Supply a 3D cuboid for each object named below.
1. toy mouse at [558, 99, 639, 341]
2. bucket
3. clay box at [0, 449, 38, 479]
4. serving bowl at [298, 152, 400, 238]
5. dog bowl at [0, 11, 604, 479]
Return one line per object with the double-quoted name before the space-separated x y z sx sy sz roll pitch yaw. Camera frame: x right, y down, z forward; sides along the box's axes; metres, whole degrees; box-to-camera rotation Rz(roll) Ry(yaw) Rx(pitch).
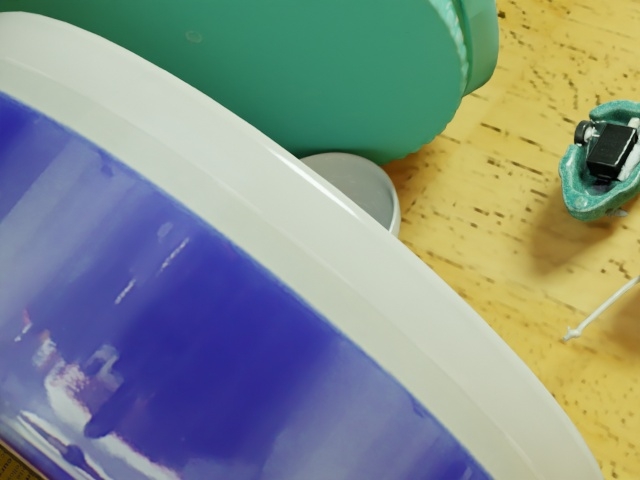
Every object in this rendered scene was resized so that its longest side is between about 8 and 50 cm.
"toy mouse" 0.160 -0.034 0.620 0.161 0.031 0.143 -22 47 8
"bucket" -0.033 -0.164 0.665 0.281 0.281 0.183 1 64 28
"clay box" -0.153 0.051 0.693 0.127 0.053 0.222 18 65 39
"serving bowl" 0.000 0.000 0.675 0.083 0.027 0.083 -14 48 17
"dog bowl" -0.043 0.052 0.490 0.265 0.265 0.104 27 71 39
